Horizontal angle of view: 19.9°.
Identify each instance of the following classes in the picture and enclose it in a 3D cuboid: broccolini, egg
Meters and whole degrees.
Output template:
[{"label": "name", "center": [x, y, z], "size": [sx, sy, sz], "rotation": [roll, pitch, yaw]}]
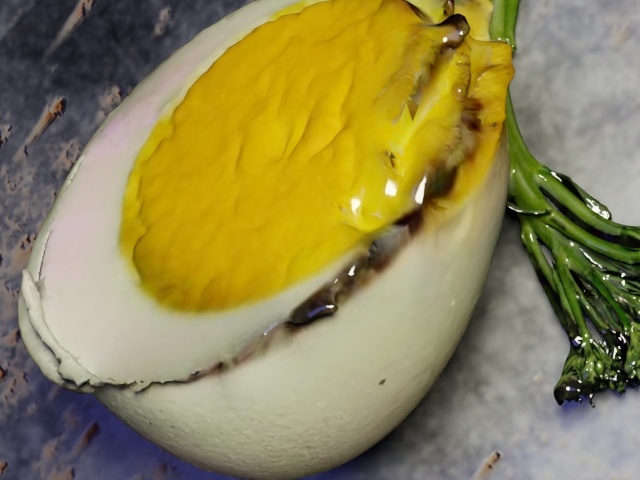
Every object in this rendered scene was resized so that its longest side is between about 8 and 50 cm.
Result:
[{"label": "broccolini", "center": [0.149, -0.053, 0.972], "size": [0.123, 0.062, 0.271], "rotation": [-18, 69, 11]}, {"label": "egg", "center": [-0.004, 0.000, 0.971], "size": [0.264, 0.174, 0.286], "rotation": [14, 65, 46]}]
